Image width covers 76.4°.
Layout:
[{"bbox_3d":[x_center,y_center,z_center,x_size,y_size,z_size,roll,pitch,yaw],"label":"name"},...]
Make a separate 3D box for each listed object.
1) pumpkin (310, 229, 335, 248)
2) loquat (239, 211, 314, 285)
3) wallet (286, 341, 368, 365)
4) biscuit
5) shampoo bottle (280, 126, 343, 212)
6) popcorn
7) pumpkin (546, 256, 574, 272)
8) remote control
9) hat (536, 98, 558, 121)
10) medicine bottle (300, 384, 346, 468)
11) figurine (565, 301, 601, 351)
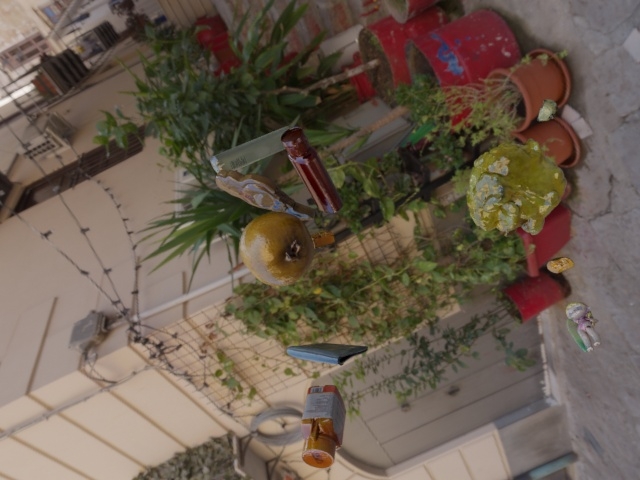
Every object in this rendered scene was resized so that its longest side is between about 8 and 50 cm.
[{"bbox_3d":[0.000,0.000,1.290,0.083,0.074,0.053,-152,46,-69],"label":"pumpkin"},{"bbox_3d":[-0.118,0.023,1.125,0.207,0.208,0.208,64,-177,-6],"label":"loquat"},{"bbox_3d":[0.036,0.473,1.726,0.291,0.252,0.054,13,-103,-57],"label":"wallet"},{"bbox_3d":[-0.163,-0.132,1.244,0.320,0.047,0.183,25,162,-28],"label":"biscuit"},{"bbox_3d":[-0.022,-0.182,1.075,0.102,0.064,0.260,34,164,40],"label":"shampoo bottle"},{"bbox_3d":[0.499,-0.130,1.062,0.192,0.233,0.265,-81,-33,-64],"label":"popcorn"},{"bbox_3d":[0.772,0.074,1.304,0.050,0.028,0.083,53,147,-7],"label":"pumpkin"},{"bbox_3d":[-0.226,-0.310,1.407,0.038,0.310,0.090,62,173,28],"label":"remote control"},{"bbox_3d":[0.812,-0.462,1.449,0.077,0.059,0.076,-41,-38,-48],"label":"hat"},{"bbox_3d":[0.008,0.599,1.312,0.222,0.112,0.149,-75,-29,-57],"label":"medicine bottle"},{"bbox_3d":[0.745,0.240,1.144,0.083,0.083,0.187,63,-156,-20],"label":"figurine"}]
